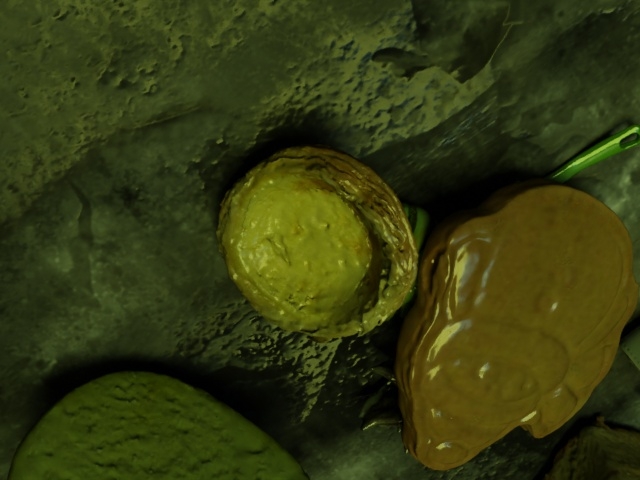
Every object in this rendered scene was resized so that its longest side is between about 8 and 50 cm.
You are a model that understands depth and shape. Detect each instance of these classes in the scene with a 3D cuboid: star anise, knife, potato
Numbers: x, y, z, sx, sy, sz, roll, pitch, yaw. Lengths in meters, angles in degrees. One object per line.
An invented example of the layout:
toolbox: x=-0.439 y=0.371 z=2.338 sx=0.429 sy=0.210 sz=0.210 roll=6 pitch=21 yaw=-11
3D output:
star anise: x=0.137 y=0.171 z=1.124 sx=0.204 sy=0.061 sz=0.180 roll=-32 pitch=129 yaw=4
knife: x=0.280 y=-0.078 z=1.038 sx=0.166 sy=0.022 sz=0.078 roll=-35 pitch=138 yaw=8
potato: x=-0.195 y=0.308 z=1.065 sx=0.330 sy=0.213 sz=0.280 roll=-3 pitch=139 yaw=-24

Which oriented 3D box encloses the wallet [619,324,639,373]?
wallet: x=0.497 y=0.119 z=1.148 sx=0.231 sy=0.170 sz=0.069 roll=-38 pitch=157 yaw=8

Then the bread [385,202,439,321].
bread: x=0.083 y=0.027 z=1.024 sx=0.130 sy=0.071 sz=0.139 roll=6 pitch=118 yaw=-13

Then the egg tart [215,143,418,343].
egg tart: x=0.002 y=0.000 z=0.943 sx=0.212 sy=0.090 sz=0.212 roll=10 pitch=113 yaw=24

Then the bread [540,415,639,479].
bread: x=0.420 y=0.422 z=1.265 sx=0.279 sy=0.207 sz=0.279 roll=18 pitch=116 yaw=-25

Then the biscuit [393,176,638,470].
biscuit: x=0.224 y=0.103 z=1.059 sx=0.312 sy=0.057 sz=0.351 roll=6 pitch=111 yaw=-30
